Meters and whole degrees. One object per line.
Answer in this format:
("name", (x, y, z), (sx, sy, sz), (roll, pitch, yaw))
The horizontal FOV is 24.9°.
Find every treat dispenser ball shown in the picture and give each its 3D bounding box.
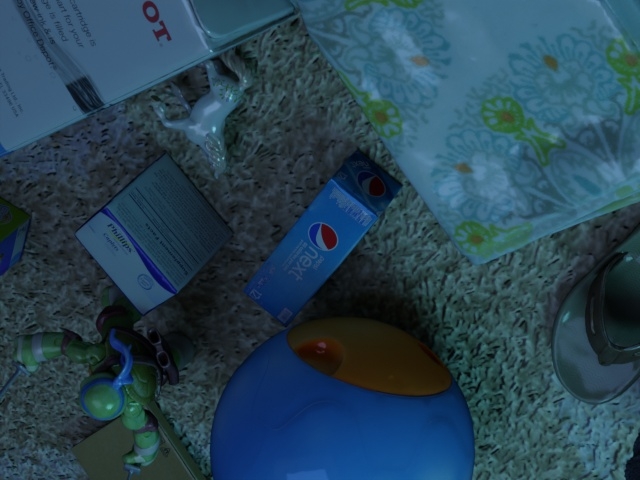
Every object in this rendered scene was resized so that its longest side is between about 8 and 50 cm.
("treat dispenser ball", (0.024, 0.225, 1.578), (0.288, 0.288, 0.288), (14, 125, 21))

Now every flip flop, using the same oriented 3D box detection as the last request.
("flip flop", (0.313, 0.067, 1.451), (0.112, 0.080, 0.277), (36, 130, 4))

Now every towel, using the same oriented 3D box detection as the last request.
("towel", (0.172, -0.175, 1.370), (0.320, 0.090, 0.374), (-25, 105, 37))

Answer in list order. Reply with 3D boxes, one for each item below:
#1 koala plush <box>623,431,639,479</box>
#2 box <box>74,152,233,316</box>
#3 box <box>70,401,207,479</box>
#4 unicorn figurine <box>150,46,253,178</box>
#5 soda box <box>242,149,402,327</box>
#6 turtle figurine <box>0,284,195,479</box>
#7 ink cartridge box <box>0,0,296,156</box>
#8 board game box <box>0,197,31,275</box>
("koala plush", (0.437, 0.258, 1.468), (0.196, 0.203, 0.221), (-36, 119, 28))
("box", (-0.188, -0.008, 1.645), (0.072, 0.137, 0.126), (-33, 101, 38))
("box", (-0.226, 0.325, 1.926), (0.164, 0.021, 0.201), (-34, 90, 34))
("unicorn figurine", (-0.124, -0.140, 1.576), (0.111, 0.060, 0.162), (41, 133, 6))
("soda box", (0.000, 0.000, 1.588), (0.067, 0.071, 0.210), (40, 130, 0))
("turtle figurine", (-0.267, 0.174, 1.703), (0.198, 0.266, 0.274), (22, 113, 4))
("ink cartridge box", (-0.261, -0.272, 1.476), (0.395, 0.166, 0.285), (-18, 100, 37))
("board game box", (-0.543, 0.023, 1.727), (0.233, 0.347, 0.078), (30, 129, 9))
